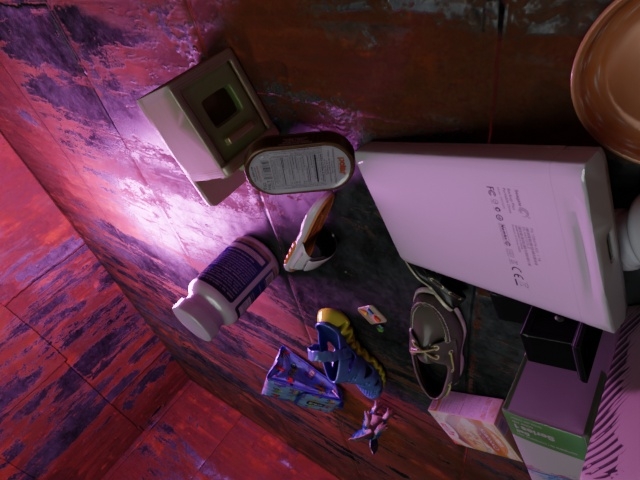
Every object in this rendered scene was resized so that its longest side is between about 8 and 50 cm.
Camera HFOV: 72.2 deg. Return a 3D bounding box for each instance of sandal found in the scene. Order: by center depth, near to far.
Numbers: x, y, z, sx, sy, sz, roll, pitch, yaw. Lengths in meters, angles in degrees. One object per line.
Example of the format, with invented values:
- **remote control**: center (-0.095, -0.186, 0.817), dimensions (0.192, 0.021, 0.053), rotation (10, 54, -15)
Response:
- **sandal**: center (-0.006, 0.006, 0.903), dimensions (0.076, 0.102, 0.265), rotation (38, 146, 9)
- **sandal**: center (0.063, 0.336, 1.200), dimensions (0.126, 0.138, 0.317), rotation (-11, 124, 49)

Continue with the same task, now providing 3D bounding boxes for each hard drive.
- **hard drive**: center (0.209, -0.025, 0.605), dimensions (0.353, 0.047, 0.233), rotation (20, 145, 55)

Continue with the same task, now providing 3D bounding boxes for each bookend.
- **bookend**: center (0.312, 0.101, 0.632), dimensions (0.157, 0.156, 0.072), rotation (4, 133, 45)

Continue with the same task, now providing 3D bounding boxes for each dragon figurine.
- **dragon figurine**: center (0.153, 0.598, 1.361), dimensions (0.085, 0.289, 0.144), rotation (27, 108, 18)

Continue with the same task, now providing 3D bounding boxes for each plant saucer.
- **plant saucer**: center (0.343, -0.156, 0.399), dimensions (0.200, 0.037, 0.200), rotation (27, 146, 20)

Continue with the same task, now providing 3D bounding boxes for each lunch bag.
- **lunch bag**: center (-0.048, 0.535, 1.595), dimensions (0.293, 0.138, 0.221), rotation (24, 145, 4)

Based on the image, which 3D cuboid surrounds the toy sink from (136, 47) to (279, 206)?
- **toy sink**: center (-0.181, -0.195, 0.797), dimensions (0.131, 0.153, 0.234), rotation (2, 131, 45)

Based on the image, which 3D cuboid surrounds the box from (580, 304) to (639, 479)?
- **box**: center (0.420, 0.206, 0.531), dimensions (0.113, 0.275, 0.094), rotation (47, 148, -8)

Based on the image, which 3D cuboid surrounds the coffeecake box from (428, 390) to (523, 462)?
- **coffeecake box**: center (0.378, 0.439, 1.054), dimensions (0.142, 0.068, 0.185), rotation (51, 147, -17)

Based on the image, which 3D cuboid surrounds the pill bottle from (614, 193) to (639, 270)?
- **pill bottle**: center (0.393, -0.015, 0.450), dimensions (0.103, 0.103, 0.184), rotation (49, 151, -12)

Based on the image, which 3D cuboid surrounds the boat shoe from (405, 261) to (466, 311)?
- **boat shoe**: center (0.211, 0.070, 0.811), dimensions (0.133, 0.049, 0.042), rotation (46, 116, 9)

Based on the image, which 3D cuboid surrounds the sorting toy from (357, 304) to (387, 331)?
- **sorting toy**: center (0.133, 0.191, 1.064), dimensions (0.083, 0.012, 0.062), rotation (47, 147, -8)

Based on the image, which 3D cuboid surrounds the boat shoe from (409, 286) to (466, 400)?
- **boat shoe**: center (0.239, 0.224, 0.917), dimensions (0.109, 0.091, 0.305), rotation (14, 139, 36)

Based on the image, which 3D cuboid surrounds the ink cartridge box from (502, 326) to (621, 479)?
- **ink cartridge box**: center (0.412, 0.287, 0.706), dimensions (0.117, 0.201, 0.278), rotation (4, 133, 45)

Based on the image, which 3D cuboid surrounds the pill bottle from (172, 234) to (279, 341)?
- **pill bottle**: center (-0.241, 0.122, 1.137), dimensions (0.153, 0.264, 0.153), rotation (27, 145, 21)

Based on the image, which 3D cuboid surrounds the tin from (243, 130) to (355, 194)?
- **tin**: center (-0.035, -0.127, 0.741), dimensions (0.190, 0.040, 0.106), rotation (-5, 140, 4)
